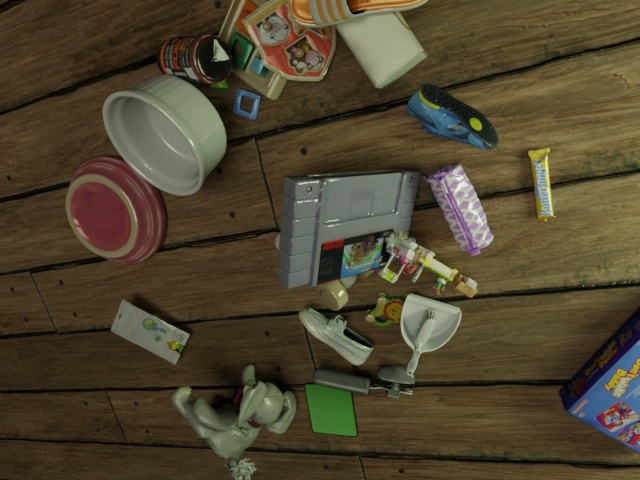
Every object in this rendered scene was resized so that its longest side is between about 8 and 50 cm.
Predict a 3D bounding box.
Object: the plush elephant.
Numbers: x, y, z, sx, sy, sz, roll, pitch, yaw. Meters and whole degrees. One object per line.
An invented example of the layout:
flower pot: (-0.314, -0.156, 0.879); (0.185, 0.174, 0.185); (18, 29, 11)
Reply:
plush elephant: (-0.227, 0.497, 1.232); (0.330, 0.255, 0.272); (35, 165, 38)

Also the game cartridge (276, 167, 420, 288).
game cartridge: (0.072, -0.033, 0.897); (0.068, 0.354, 0.231); (24, 117, 47)

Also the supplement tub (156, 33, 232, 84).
supplement tub: (-0.304, -0.419, 0.970); (0.197, 0.106, 0.106); (18, 116, 39)

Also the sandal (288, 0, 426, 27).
sandal: (0.061, -0.440, 0.714); (0.264, 0.076, 0.102); (-1, 107, 16)

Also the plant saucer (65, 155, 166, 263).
plant saucer: (-0.618, -0.078, 1.226); (0.331, 0.084, 0.333); (6, 111, 16)

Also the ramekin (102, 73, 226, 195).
ramekin: (-0.362, -0.256, 1.004); (0.276, 0.135, 0.277); (20, 142, 17)

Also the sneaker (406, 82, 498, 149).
sneaker: (0.283, -0.252, 0.900); (0.209, 0.069, 0.082); (31, 148, -4)

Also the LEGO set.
LEGO set: (0.233, 0.079, 0.969); (0.286, 0.132, 0.107); (31, 91, -33)

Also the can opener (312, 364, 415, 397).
can opener: (0.123, 0.384, 1.176); (0.282, 0.076, 0.095); (7, 78, 16)

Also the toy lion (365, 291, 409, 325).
toy lion: (0.181, 0.188, 1.100); (0.096, 0.034, 0.100); (28, 115, -2)

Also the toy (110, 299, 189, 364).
toy: (-0.544, 0.289, 1.348); (0.237, 0.056, 0.137); (30, 111, 0)

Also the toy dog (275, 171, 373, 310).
toy dog: (0.000, 0.000, 1.021); (0.160, 0.220, 0.335); (2, 105, 51)

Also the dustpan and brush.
dustpan and brush: (0.261, 0.255, 1.073); (0.147, 0.060, 0.212); (16, 117, 2)

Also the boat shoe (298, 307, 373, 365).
boat shoe: (0.047, 0.246, 1.141); (0.227, 0.079, 0.081); (38, 106, -4)

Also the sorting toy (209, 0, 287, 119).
sorting toy: (-0.147, -0.457, 0.963); (0.195, 0.047, 0.348); (35, 115, 3)

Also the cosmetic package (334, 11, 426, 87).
cosmetic package: (0.078, -0.467, 0.828); (0.113, 0.160, 0.310); (-33, 97, 24)

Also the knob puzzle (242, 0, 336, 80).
knob puzzle: (-0.048, -0.442, 0.913); (0.212, 0.030, 0.214); (-2, 108, -6)

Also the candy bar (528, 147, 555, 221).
candy bar: (0.481, -0.119, 0.902); (0.040, 0.018, 0.162); (-9, 105, 20)

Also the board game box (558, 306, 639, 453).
board game box: (0.759, 0.309, 0.932); (0.233, 0.078, 0.348); (29, 115, 6)

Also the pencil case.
pencil case: (0.313, -0.074, 0.932); (0.086, 0.088, 0.206); (-26, 100, 26)

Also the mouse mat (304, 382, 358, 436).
mouse mat: (0.033, 0.520, 1.275); (0.152, 0.007, 0.190); (-2, 109, 18)
